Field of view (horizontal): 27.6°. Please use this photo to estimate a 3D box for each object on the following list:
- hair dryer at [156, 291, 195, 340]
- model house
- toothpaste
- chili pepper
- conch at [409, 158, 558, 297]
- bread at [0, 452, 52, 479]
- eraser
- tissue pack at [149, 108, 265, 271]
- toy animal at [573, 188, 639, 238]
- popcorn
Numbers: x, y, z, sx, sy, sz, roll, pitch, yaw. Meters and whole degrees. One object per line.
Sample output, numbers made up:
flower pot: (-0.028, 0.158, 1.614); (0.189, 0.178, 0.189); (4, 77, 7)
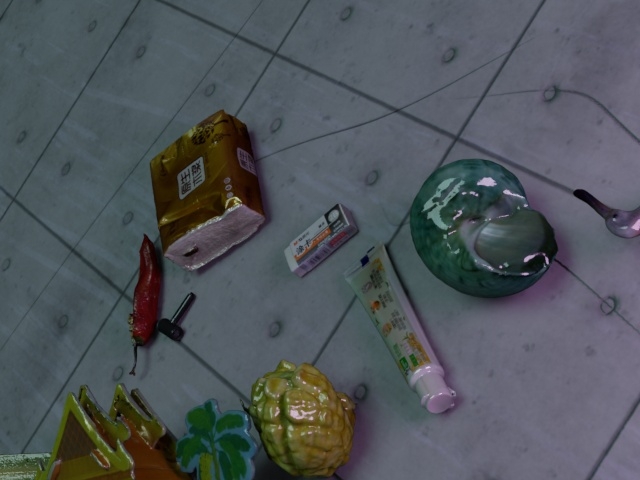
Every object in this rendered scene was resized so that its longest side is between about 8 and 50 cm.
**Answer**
hair dryer: (-0.231, 0.123, 2.153); (0.047, 0.026, 0.083); (25, 77, 46)
model house: (-0.256, 0.340, 1.808); (0.357, 0.242, 0.313); (-20, 77, 37)
toothpaste: (0.107, 0.118, 1.814); (0.314, 0.058, 0.056); (-116, 23, -48)
chili pepper: (-0.298, 0.103, 2.212); (0.050, 0.059, 0.268); (2, 58, 2)
conch: (0.216, -0.019, 1.737); (0.196, 0.134, 0.202); (12, 62, 4)
bread: (-0.500, 0.394, 2.197); (0.139, 0.084, 0.074); (-22, 51, 32)
eraser: (0.000, 0.000, 2.000); (0.122, 0.029, 0.052); (-39, 45, 19)
tissue pack: (-0.189, -0.083, 2.186); (0.183, 0.092, 0.226); (-35, 44, 24)
toy animal: (0.475, -0.053, 1.536); (0.324, 0.090, 0.195); (-28, 43, 17)
popcorn: (-0.033, 0.242, 1.792); (0.142, 0.173, 0.173); (-38, 44, 5)
